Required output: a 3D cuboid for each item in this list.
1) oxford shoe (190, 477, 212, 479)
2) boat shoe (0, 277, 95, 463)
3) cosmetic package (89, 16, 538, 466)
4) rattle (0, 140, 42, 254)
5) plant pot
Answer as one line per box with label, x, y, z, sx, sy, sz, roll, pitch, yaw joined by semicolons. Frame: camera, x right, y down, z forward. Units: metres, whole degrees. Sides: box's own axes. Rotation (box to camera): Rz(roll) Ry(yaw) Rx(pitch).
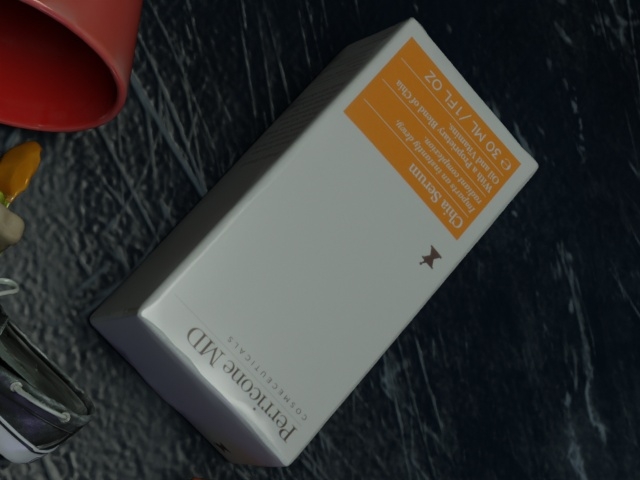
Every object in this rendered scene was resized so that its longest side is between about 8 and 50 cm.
oxford shoe;-0.013;0.381;1.657;0.364;0.130;0.132;40;75;-17
boat shoe;-0.341;0.085;1.509;0.306;0.105;0.113;51;23;-14
cosmetic package;0.000;0.000;1.684;0.230;0.161;0.453;47;67;-15
rattle;-0.372;-0.076;1.520;0.200;0.130;0.142;29;79;-25
plant pot;-0.285;-0.276;1.530;0.275;0.275;0.243;25;63;-22
